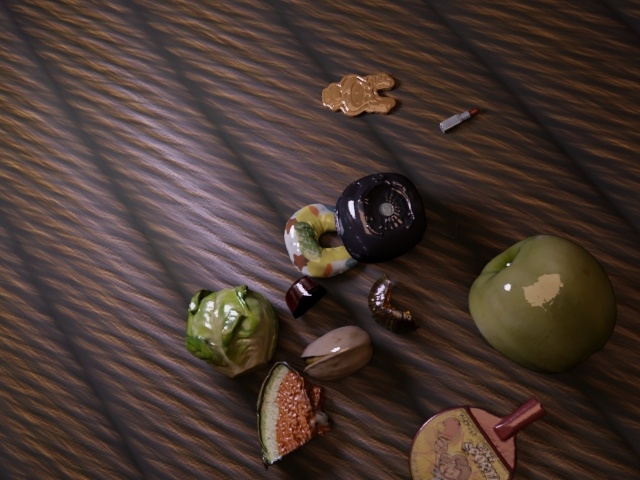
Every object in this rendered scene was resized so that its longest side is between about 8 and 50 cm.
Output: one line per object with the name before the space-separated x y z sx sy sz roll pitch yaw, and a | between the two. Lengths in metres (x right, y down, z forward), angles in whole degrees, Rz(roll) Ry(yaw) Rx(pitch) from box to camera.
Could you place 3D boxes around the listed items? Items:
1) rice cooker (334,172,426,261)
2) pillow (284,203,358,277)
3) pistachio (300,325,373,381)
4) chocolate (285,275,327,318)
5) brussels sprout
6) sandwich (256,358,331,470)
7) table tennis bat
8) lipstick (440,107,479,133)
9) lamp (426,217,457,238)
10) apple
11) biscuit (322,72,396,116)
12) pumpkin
rice cooker | 0.168 -0.065 1.652 0.267 0.224 0.267 1 74 -3
pillow | 0.000 0.000 1.765 0.214 0.086 0.233 -11 74 -3
pistachio | 0.045 0.327 1.659 0.238 0.153 0.137 -29 63 30
chocolate | -0.044 0.151 1.716 0.125 0.148 0.080 -32 71 -36
brussels sprout | -0.258 0.255 1.684 0.259 0.227 0.294 -30 83 18
sandwich | -0.085 0.487 1.668 0.212 0.109 0.292 -12 79 1
table tennis bat | 0.434 0.568 1.589 0.415 0.051 0.268 -35 75 4
lipstick | 0.433 -0.376 1.783 0.129 0.030 0.030 -28 75 3
lamp | 0.350 -0.037 1.731 0.121 0.041 0.054 8 88 14
apple | 0.578 0.161 1.496 0.357 0.357 0.357 -2 79 10
biscuit | 0.123 -0.468 1.858 0.236 0.040 0.144 -2 73 7
pumpkin | 0.197 0.198 1.666 0.108 0.119 0.183 -32 70 1
